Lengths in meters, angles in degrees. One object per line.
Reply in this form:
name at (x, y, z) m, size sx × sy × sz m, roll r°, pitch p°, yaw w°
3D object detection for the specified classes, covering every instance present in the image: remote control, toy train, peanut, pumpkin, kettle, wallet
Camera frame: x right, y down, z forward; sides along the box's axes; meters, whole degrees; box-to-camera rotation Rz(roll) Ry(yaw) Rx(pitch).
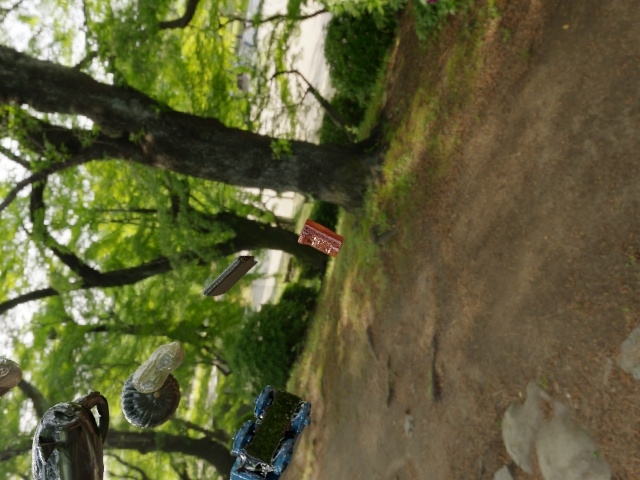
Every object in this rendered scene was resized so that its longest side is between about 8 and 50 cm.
remote control at (-1.253, 0.529, 1.956) m, size 0.332 × 0.221 × 0.103 m, roll -62°, pitch -17°, yaw -68°
toy train at (-0.154, 0.622, 1.645) m, size 0.300 × 0.188 × 0.264 m, roll -59°, pitch -16°, yaw -50°
peanut at (-0.497, 0.391, 1.646) m, size 0.214 × 0.090 × 0.098 m, roll -48°, pitch 16°, yaw 13°
pumpkin at (-0.706, 0.648, 2.211) m, size 0.216 × 0.250 × 0.249 m, roll -29°, pitch 51°, yaw 33°
kettle at (-0.846, 0.689, 1.860) m, size 0.321 × 0.229 × 0.323 m, roll -40°, pitch -39°, yaw -62°
wallet at (-0.310, 0.123, 1.847) m, size 0.198 × 0.110 × 0.031 m, roll -43°, pitch 70°, yaw 21°

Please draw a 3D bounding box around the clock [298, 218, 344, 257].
clock at (0.000, 0.000, 1.911) m, size 0.113 × 0.155 × 0.061 m, roll 115°, pitch 180°, yaw -60°
